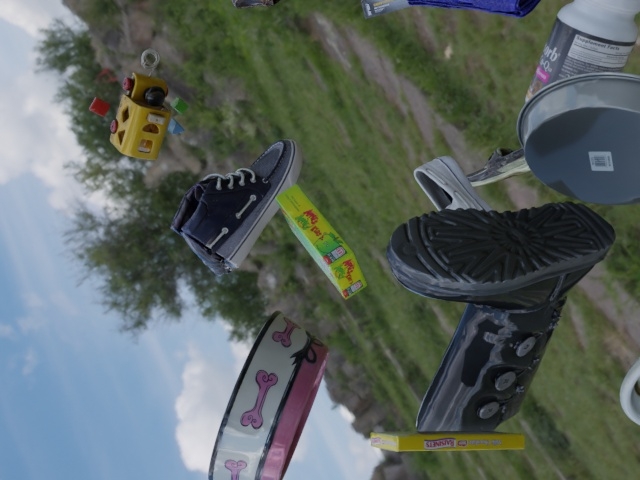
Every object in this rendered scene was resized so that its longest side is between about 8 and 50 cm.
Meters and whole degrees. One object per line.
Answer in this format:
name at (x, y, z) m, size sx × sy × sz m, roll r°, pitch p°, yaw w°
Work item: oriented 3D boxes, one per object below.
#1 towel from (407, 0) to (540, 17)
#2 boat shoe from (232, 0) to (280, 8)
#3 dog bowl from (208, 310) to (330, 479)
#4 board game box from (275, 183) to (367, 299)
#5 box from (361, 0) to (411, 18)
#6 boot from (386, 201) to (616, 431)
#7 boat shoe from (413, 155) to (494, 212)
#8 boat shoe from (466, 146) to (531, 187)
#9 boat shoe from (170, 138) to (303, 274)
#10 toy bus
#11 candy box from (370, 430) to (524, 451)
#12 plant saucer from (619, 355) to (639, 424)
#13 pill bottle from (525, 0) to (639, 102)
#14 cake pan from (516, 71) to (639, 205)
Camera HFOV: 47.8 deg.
towel at (0.351, -0.571, 1.585) m, size 0.308 × 0.227 × 0.076 m, roll 23°, pitch 144°, yaw 35°
boat shoe at (-0.138, -0.668, 1.941) m, size 0.073 × 0.207 × 0.073 m, roll 55°, pitch -166°, yaw -77°
dog bowl at (-0.103, 0.373, 1.631) m, size 0.150 × 0.408 × 0.408 m, roll 20°, pitch 178°, yaw 6°
board game box at (0.000, 0.000, 1.135) m, size 0.181 × 0.043 × 0.092 m, roll 51°, pitch 171°, yaw 40°
box at (0.219, -0.728, 2.155) m, size 0.231 × 0.183 × 0.056 m, roll -76°, pitch -30°, yaw -64°
boot at (0.227, 0.157, 1.148) m, size 0.445 × 0.367 × 0.146 m, roll 106°, pitch 152°, yaw -42°
boat shoe at (0.281, -0.056, 1.446) m, size 0.267 × 0.088 × 0.096 m, roll 61°, pitch 159°, yaw 21°
boat shoe at (0.423, -0.180, 1.643) m, size 0.224 × 0.080 × 0.073 m, roll -17°, pitch 96°, yaw 46°
boat shoe at (-0.172, -0.107, 1.515) m, size 0.127 × 0.340 × 0.158 m, roll 5°, pitch 151°, yaw 49°
toy bus at (-0.376, -0.274, 1.561) m, size 0.104 × 0.191 × 0.202 m, roll 41°, pitch 162°, yaw 43°
candy box at (0.189, 0.300, 1.082) m, size 0.105 × 0.206 × 0.027 m, roll 151°, pitch 122°, yaw -70°
plant saucer at (0.796, 0.244, 1.455) m, size 0.100 × 0.400 × 0.400 m, roll -94°, pitch -23°, yaw -45°
pill bottle at (0.534, -0.379, 1.450) m, size 0.162 × 0.162 × 0.278 m, roll -121°, pitch 36°, yaw -48°
cake pan at (0.461, -0.149, 1.162) m, size 0.293 × 0.054 × 0.293 m, roll 17°, pitch 153°, yaw 9°
